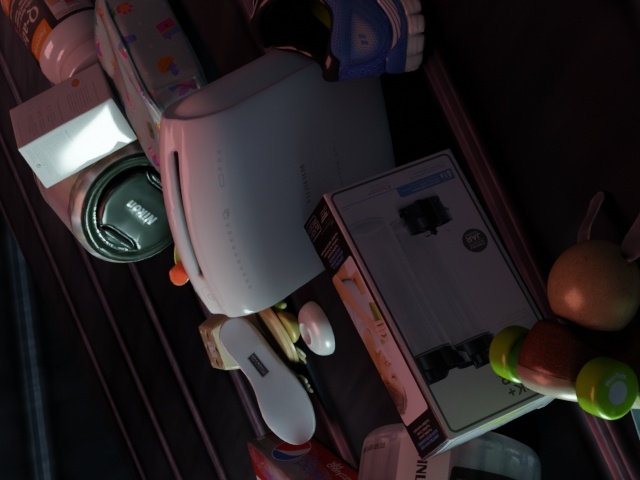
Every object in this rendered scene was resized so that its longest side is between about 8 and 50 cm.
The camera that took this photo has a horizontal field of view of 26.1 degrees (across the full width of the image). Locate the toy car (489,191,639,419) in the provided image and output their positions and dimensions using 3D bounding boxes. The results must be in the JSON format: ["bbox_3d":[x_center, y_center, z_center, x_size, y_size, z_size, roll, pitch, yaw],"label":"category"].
[{"bbox_3d":[0.258,0.054,1.243,0.155,0.148,0.189,18,98,59],"label":"toy car"}]

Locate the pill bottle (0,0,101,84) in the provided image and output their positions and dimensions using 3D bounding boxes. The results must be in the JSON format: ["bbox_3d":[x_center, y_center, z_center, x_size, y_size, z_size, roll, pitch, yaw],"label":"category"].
[{"bbox_3d":[-0.429,-0.362,2.376,0.278,0.162,0.162,53,154,34],"label":"pill bottle"}]

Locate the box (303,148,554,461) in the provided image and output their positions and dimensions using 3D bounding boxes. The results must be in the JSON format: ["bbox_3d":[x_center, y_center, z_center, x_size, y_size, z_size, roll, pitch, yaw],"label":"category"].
[{"bbox_3d":[0.124,0.065,1.463,0.290,0.169,0.087,64,156,15],"label":"box"}]

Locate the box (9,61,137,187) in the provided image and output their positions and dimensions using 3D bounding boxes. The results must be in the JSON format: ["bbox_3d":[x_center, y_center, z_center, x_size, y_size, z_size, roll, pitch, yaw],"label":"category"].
[{"bbox_3d":[-0.401,-0.187,2.234,0.091,0.170,0.130,61,-179,-38],"label":"box"}]

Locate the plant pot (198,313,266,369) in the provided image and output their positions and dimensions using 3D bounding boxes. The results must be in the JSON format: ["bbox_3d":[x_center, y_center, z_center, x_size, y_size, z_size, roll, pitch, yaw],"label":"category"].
[{"bbox_3d":[-0.136,0.157,2.254,0.109,0.096,0.109,-3,107,67],"label":"plant pot"}]

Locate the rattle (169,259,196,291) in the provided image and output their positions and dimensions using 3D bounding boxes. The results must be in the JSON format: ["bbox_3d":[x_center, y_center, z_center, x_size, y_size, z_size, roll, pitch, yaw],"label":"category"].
[{"bbox_3d":[-0.119,-0.028,1.900,0.130,0.199,0.143,58,156,26],"label":"rattle"}]

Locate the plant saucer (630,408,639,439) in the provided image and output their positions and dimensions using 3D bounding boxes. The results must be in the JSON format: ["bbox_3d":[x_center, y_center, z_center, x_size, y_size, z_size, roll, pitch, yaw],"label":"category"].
[{"bbox_3d":[0.345,0.174,1.241,0.192,0.018,0.067,0,110,68],"label":"plant saucer"}]

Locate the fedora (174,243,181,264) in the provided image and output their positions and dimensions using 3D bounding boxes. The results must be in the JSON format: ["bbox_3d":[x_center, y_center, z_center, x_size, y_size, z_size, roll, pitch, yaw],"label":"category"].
[{"bbox_3d":[-0.154,-0.031,2.101,0.079,0.194,0.194,21,142,11],"label":"fedora"}]

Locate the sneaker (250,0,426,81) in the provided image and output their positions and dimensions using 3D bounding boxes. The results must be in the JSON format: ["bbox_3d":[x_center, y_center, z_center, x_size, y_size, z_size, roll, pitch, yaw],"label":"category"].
[{"bbox_3d":[-0.023,-0.293,1.504,0.330,0.147,0.130,54,154,34],"label":"sneaker"}]

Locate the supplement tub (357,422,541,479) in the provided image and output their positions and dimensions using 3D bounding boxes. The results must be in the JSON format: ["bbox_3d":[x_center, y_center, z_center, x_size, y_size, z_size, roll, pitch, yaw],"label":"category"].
[{"bbox_3d":[0.127,0.384,1.512,0.207,0.207,0.338,130,151,-66],"label":"supplement tub"}]

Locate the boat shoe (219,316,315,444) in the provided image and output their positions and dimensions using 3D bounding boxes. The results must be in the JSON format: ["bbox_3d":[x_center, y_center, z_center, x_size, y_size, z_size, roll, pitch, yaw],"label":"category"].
[{"bbox_3d":[-0.077,0.217,2.154,0.228,0.080,0.076,51,-172,14],"label":"boat shoe"}]

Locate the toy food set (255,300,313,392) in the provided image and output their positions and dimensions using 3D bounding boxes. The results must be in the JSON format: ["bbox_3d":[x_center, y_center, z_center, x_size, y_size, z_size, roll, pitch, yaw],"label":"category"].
[{"bbox_3d":[-0.060,0.136,2.148,0.192,0.038,0.132,64,166,-18],"label":"toy food set"}]

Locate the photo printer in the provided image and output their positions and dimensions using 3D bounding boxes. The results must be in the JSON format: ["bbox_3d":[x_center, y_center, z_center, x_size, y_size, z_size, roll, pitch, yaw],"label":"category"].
[{"bbox_3d":[-0.047,-0.076,1.540,0.107,0.307,0.256,10,121,40],"label":"photo printer"}]

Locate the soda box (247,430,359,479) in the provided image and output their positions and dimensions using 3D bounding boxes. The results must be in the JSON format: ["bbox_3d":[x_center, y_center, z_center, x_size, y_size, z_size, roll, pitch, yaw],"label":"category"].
[{"bbox_3d":[-0.017,0.381,2.184,0.263,0.092,0.084,28,134,59],"label":"soda box"}]

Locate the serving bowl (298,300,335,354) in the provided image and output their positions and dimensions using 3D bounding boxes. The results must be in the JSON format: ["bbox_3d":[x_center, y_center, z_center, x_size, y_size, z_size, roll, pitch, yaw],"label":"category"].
[{"bbox_3d":[-0.011,0.132,2.028,0.083,0.027,0.083,49,151,41],"label":"serving bowl"}]

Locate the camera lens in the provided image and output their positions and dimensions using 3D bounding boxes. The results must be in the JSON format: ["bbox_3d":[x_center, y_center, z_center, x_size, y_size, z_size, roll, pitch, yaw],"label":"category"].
[{"bbox_3d":[-0.360,-0.105,2.370,0.274,0.219,0.219,41,146,49],"label":"camera lens"}]

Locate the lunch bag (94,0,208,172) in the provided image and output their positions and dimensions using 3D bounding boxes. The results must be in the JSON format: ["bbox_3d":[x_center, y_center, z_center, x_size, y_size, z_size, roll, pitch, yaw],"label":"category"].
[{"bbox_3d":[-0.259,-0.256,2.143,0.279,0.107,0.224,63,164,19],"label":"lunch bag"}]
